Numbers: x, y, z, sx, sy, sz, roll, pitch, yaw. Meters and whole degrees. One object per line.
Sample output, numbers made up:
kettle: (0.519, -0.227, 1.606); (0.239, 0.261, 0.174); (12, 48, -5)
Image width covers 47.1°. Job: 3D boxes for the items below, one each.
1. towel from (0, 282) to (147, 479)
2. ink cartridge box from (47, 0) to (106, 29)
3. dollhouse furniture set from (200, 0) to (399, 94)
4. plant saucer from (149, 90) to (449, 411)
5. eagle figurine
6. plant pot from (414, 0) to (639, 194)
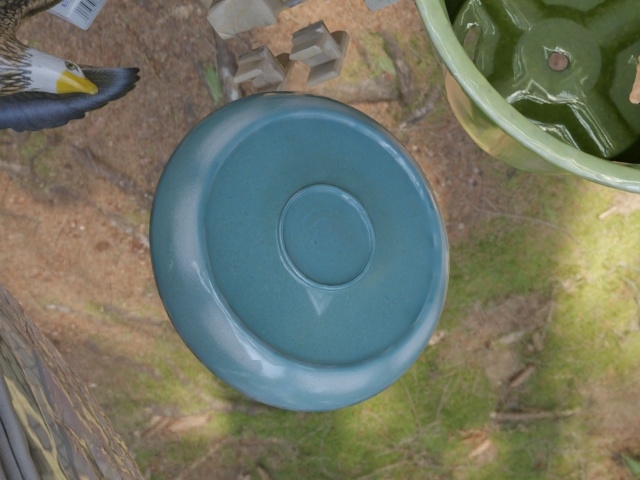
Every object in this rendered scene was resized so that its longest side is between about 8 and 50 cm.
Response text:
towel: (-0.163, 0.149, 0.477); (0.053, 0.332, 0.317); (-31, 138, -15)
ink cartridge box: (-0.382, -0.463, 1.167); (0.223, 0.224, 0.045); (-57, 144, -2)
dollhouse furniture set: (-0.040, -0.500, 1.311); (0.394, 0.257, 0.362); (-12, 135, 31)
plant saucer: (0.000, 0.000, 0.698); (0.317, 0.318, 0.043); (8, 165, -25)
eagle figurine: (-0.295, -0.177, 0.668); (0.226, 0.298, 0.225); (-37, 110, 27)
plant pot: (0.179, -0.148, 0.465); (0.276, 0.276, 0.254); (-18, 176, 1)
